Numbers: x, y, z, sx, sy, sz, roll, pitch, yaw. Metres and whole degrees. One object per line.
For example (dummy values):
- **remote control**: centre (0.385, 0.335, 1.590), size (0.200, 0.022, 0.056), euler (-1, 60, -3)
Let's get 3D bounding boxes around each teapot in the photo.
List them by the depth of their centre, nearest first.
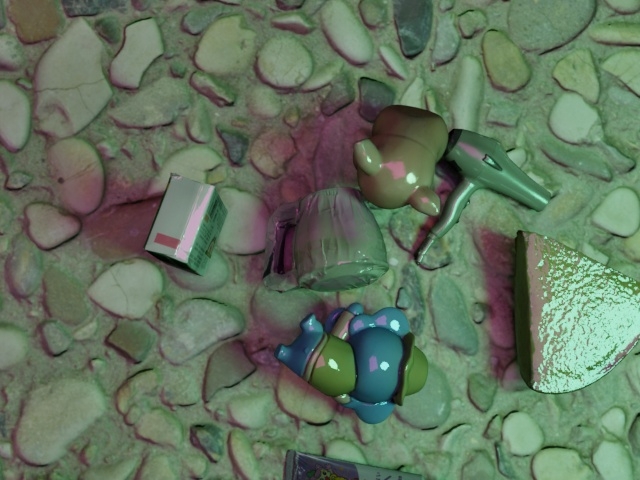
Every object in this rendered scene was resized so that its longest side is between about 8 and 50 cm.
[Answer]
- **teapot**: centre (0.012, 0.001, 1.113), size (0.163, 0.221, 0.178), euler (9, 66, -41)

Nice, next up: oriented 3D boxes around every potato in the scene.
- **potato**: centre (0.424, 0.149, 1.113), size (0.269, 0.112, 0.255), euler (26, 85, 4)

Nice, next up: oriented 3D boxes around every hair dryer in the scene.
- **hair dryer**: centre (0.314, -0.060, 1.168), size (0.229, 0.092, 0.267), euler (13, 95, -7)

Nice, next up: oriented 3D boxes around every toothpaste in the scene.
- **toothpaste**: centre (0.082, 0.441, 1.078), size (0.298, 0.073, 0.114), euler (4, 81, 6)

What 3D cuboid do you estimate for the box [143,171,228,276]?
- **box**: centre (-0.226, -0.020, 1.060), size (0.081, 0.199, 0.135), euler (18, 79, 3)

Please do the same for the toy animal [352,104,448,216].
- **toy animal**: centre (0.144, -0.149, 1.071), size (0.166, 0.154, 0.250), euler (21, 41, 2)

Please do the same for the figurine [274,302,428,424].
- **figurine**: centre (0.063, 0.196, 1.065), size (0.261, 0.154, 0.180), euler (28, 56, -12)
